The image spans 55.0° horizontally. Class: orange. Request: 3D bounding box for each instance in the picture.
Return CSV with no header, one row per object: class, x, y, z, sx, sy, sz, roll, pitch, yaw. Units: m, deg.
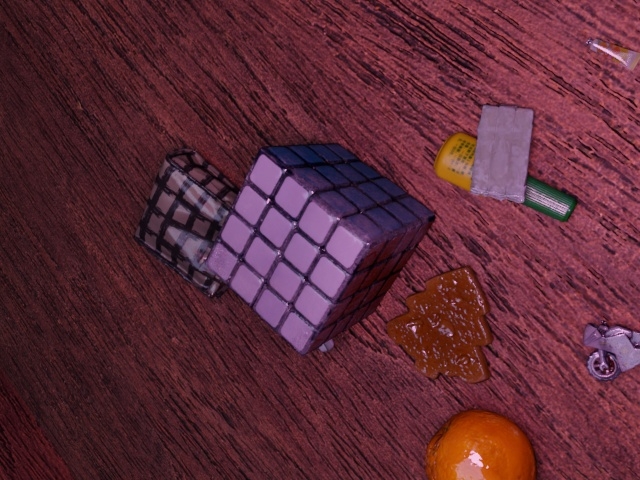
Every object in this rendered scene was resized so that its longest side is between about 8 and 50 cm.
orange,0.359,0.504,1.376,0.246,0.246,0.246,8,105,32

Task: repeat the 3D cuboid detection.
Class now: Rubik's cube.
Rubik's cube,0.000,0.000,1.437,0.337,0.344,0.344,40,118,19

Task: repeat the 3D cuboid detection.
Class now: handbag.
handbag,-0.350,-0.046,1.775,0.327,0.162,0.325,40,121,14

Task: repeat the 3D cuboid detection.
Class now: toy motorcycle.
toy motorcycle,0.625,0.192,1.233,0.215,0.080,0.122,-34,79,23

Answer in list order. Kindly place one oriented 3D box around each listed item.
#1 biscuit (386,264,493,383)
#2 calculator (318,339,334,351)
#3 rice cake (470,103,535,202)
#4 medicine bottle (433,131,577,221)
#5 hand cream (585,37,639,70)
biscuit,0.306,0.197,1.460,0.278,0.043,0.301,32,115,26
calculator,-0.032,0.224,1.609,0.141,0.045,0.246,55,168,-1
rice cake,0.378,-0.187,1.272,0.124,0.038,0.211,12,75,18
medicine bottle,0.392,-0.129,1.311,0.309,0.076,0.111,31,97,24
hand cream,0.562,-0.364,1.183,0.102,0.022,0.035,33,112,19
